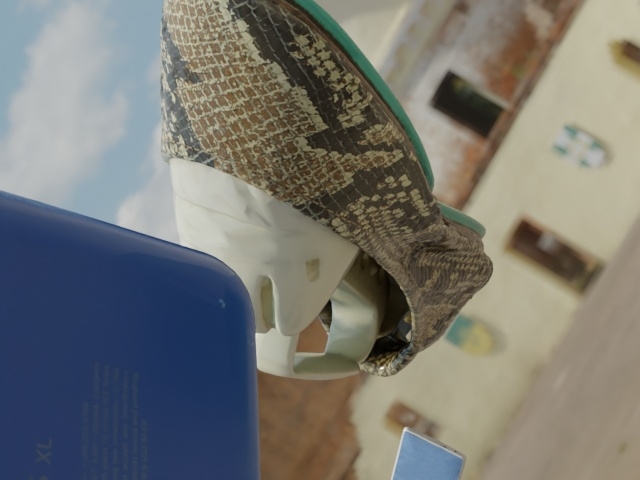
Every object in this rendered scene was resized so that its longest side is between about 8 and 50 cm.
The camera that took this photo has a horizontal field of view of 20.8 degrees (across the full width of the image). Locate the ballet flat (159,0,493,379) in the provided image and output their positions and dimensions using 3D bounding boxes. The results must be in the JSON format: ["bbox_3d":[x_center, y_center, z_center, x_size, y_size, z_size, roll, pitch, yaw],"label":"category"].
[{"bbox_3d":[0.000,0.000,1.124,0.182,0.164,0.483,-63,-22,-8],"label":"ballet flat"}]

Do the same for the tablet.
[{"bbox_3d":[0.084,0.182,1.366,0.006,0.054,0.083,-53,-18,-38],"label":"tablet"}]

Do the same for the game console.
[{"bbox_3d":[-0.167,0.138,0.668,0.173,0.250,0.293,-24,59,42],"label":"game console"}]
